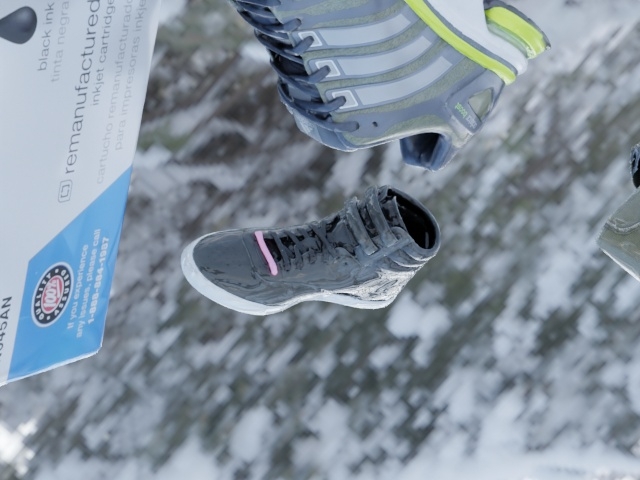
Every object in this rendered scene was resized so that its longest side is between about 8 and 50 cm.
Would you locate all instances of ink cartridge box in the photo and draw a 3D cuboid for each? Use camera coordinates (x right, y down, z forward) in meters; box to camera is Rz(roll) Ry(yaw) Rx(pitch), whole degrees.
[{"bbox_3d":[-0.296,-0.041,0.963,0.166,0.285,0.395,25,-156,30],"label":"ink cartridge box"}]

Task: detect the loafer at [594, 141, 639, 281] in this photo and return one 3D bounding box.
[{"bbox_3d":[0.283,-0.070,1.258,0.087,0.251,0.094,21,147,19],"label":"loafer"}]

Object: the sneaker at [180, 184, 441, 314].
[{"bbox_3d":[0.000,0.000,1.723,0.295,0.147,0.104,3,-126,-39],"label":"sneaker"}]

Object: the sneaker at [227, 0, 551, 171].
[{"bbox_3d":[0.008,-0.118,0.936,0.300,0.121,0.111,19,-171,-39],"label":"sneaker"}]
